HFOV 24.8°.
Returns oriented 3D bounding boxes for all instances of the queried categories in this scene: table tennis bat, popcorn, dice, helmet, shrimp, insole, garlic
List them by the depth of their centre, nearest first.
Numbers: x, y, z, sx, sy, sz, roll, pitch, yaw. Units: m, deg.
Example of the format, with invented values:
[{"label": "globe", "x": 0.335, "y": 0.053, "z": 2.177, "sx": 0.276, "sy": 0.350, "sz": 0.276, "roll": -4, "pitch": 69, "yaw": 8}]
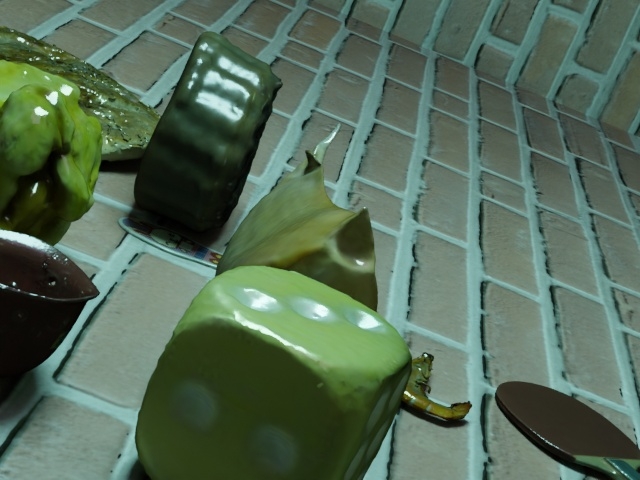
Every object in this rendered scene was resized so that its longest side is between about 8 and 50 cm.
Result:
[{"label": "dice", "x": -0.035, "y": 0.131, "z": 1.183, "sx": 0.169, "sy": 0.169, "sz": 0.166, "roll": 27, "pitch": 20, "yaw": 12}, {"label": "helmet", "x": -0.273, "y": 0.055, "z": 1.213, "sx": 0.155, "sy": 0.106, "sz": 0.175, "roll": 22, "pitch": 13, "yaw": -11}, {"label": "popcorn", "x": -0.330, "y": -0.079, "z": 1.408, "sx": 0.256, "sy": 0.195, "sz": 0.255, "roll": 8, "pitch": 14, "yaw": -39}, {"label": "shrimp", "x": 0.118, "y": 0.152, "z": 1.527, "sx": 0.091, "sy": 0.025, "sz": 0.127, "roll": 25, "pitch": 23, "yaw": 5}, {"label": "garlic", "x": -0.009, "y": 0.007, "z": 1.530, "sx": 0.151, "sy": 0.196, "sz": 0.338, "roll": 35, "pitch": 13, "yaw": -14}, {"label": "table tennis bat", "x": 0.293, "y": 0.223, "z": 1.547, "sx": 0.154, "sy": 0.021, "sz": 0.274, "roll": 9, "pitch": 21, "yaw": -36}, {"label": "insole", "x": -0.138, "y": 0.014, "z": 1.643, "sx": 0.197, "sy": 0.004, "sz": 0.065, "roll": 23, "pitch": 18, "yaw": 0}]

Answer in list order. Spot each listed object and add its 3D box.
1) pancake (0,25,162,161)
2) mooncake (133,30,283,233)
[{"label": "pancake", "x": -0.349, "y": -0.188, "z": 1.864, "sx": 0.356, "sy": 0.065, "sz": 0.356, "roll": 19, "pitch": 20, "yaw": -7}, {"label": "mooncake", "x": -0.128, "y": -0.120, "z": 1.684, "sx": 0.124, "sy": 0.228, "sz": 0.228, "roll": 24, "pitch": 18, "yaw": -5}]
